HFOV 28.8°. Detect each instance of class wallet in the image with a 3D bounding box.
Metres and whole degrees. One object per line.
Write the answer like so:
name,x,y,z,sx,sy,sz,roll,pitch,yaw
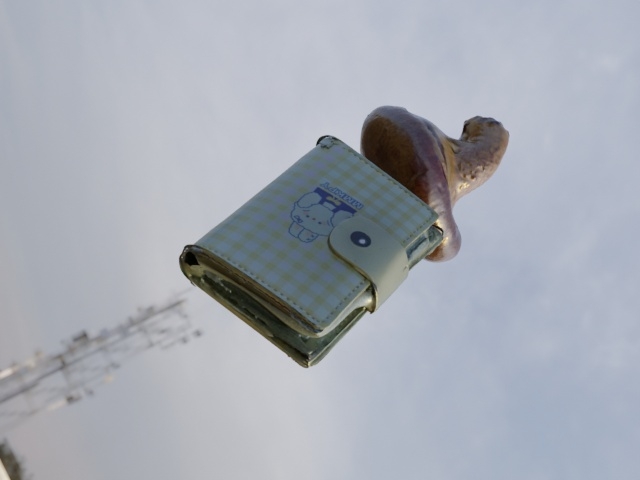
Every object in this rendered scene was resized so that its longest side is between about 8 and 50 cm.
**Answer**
wallet,0.000,0.000,1.548,0.223,0.309,0.077,32,-45,17

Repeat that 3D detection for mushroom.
mushroom,0.176,-0.112,2.052,0.267,0.254,0.267,37,20,-16
